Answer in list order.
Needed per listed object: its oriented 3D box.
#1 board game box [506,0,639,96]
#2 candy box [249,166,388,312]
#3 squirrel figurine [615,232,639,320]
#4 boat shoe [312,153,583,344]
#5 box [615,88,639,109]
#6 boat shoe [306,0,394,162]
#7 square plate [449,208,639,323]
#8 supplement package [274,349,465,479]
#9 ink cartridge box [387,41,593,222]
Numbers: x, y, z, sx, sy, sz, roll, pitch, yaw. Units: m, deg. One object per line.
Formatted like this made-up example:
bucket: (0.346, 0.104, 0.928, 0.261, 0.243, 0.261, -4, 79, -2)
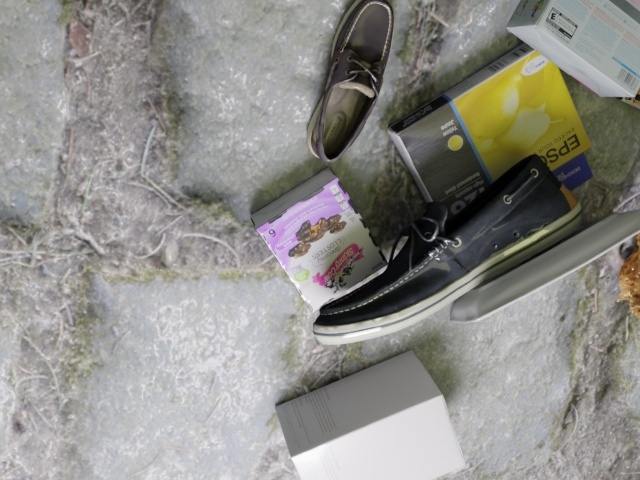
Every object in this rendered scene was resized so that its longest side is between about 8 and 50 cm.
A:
board game box: (0.477, -0.421, 1.425, 0.224, 0.097, 0.303, 29, 89, -22)
candy box: (0.000, 0.000, 1.523, 0.164, 0.070, 0.196, -33, 115, 0)
squirrel figurine: (0.773, 0.068, 1.631, 0.281, 0.396, 0.370, -63, 148, -18)
boat shoe: (0.196, 0.017, 1.457, 0.500, 0.187, 0.156, -29, 97, -5)
box: (0.623, -0.329, 1.564, 0.114, 0.036, 0.207, 19, 105, -20)
boat shoe: (0.057, -0.257, 1.424, 0.102, 0.092, 0.285, 18, 106, -19)
square plate: (0.385, 0.043, 1.516, 0.344, 0.347, 0.049, -29, 85, -1)
supplement package: (0.090, 0.366, 1.631, 0.292, 0.177, 0.175, -22, 114, -4)
ink cartridge box: (0.319, -0.149, 1.546, 0.303, 0.072, 0.307, -33, 113, 0)
